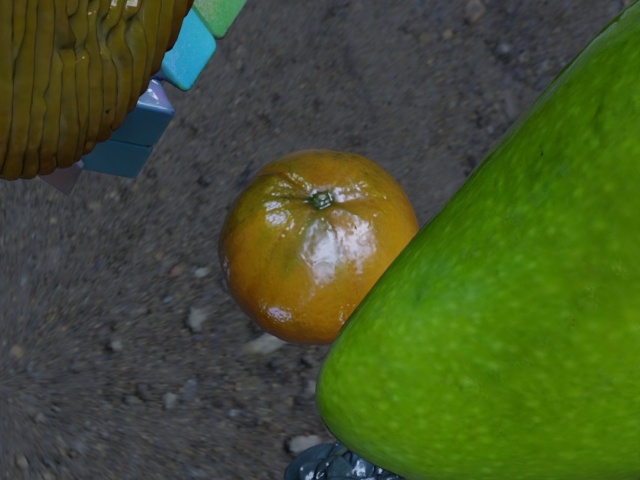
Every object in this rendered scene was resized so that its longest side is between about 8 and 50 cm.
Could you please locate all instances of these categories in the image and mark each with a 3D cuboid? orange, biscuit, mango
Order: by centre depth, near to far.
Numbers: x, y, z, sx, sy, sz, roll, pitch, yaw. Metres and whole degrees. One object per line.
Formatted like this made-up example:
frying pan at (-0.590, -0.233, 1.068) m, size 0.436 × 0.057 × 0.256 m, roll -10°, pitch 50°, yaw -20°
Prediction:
mango at (0.151, -0.011, 0.469) m, size 0.343 × 0.156 × 0.192 m, roll -32°, pitch 137°, yaw 10°
biscuit at (-0.114, -0.181, 0.608) m, size 0.040 × 0.318 × 0.317 m, roll 16°, pitch 79°, yaw 15°
orange at (0.000, 0.000, 1.451) m, size 0.240 × 0.171 × 0.240 m, roll 0°, pitch 50°, yaw 1°

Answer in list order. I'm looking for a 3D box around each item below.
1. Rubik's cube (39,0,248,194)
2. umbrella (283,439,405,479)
Rubik's cube at (-0.292, -0.274, 1.527) m, size 0.387 × 0.358 × 0.368 m, roll -23°, pitch 78°, yaw -30°
umbrella at (-0.002, 0.300, 1.200) m, size 0.094 × 0.143 × 0.348 m, roll 40°, pitch 38°, yaw -10°
